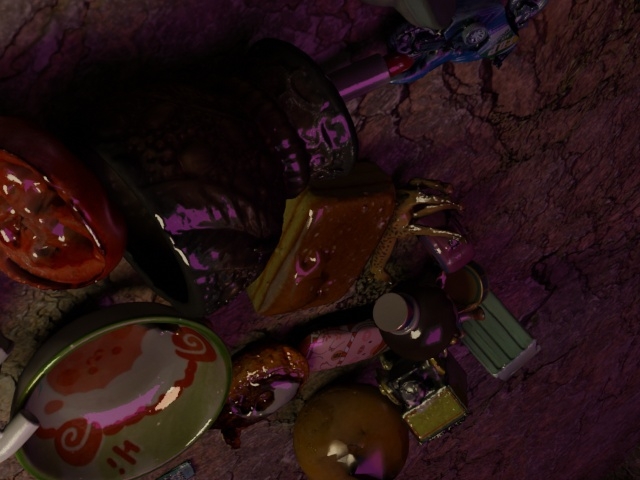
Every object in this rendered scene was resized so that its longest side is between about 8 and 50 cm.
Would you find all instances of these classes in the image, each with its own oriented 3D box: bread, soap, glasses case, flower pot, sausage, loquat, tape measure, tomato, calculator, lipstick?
[{"bbox_3d":[0.000,0.000,1.397,0.184,0.110,0.234,-9,136,-39],"label":"bread"},{"bbox_3d":[0.332,0.173,1.846,0.114,0.198,0.063,-40,150,3],"label":"soap"},{"bbox_3d":[0.057,0.181,1.709,0.266,0.067,0.103,-9,140,-37],"label":"glasses case"},{"bbox_3d":[-0.114,-0.087,1.066,0.267,0.266,0.266,-36,149,-22],"label":"flower pot"},{"bbox_3d":[-0.205,0.139,1.438,0.083,0.034,0.034,-2,132,-41],"label":"sausage"},{"bbox_3d":[0.059,0.391,1.822,0.235,0.235,0.235,-25,145,-19],"label":"loquat"},{"bbox_3d":[0.212,-0.007,1.589,0.074,0.118,0.125,-36,151,0],"label":"tape measure"},{"bbox_3d":[-0.130,0.269,1.621,0.139,0.095,0.269,28,125,-30],"label":"bread"},{"bbox_3d":[-0.298,-0.047,0.993,0.101,0.228,0.228,-53,159,-36],"label":"tomato"},{"bbox_3d":[-0.316,0.474,1.755,0.172,0.018,0.057,-28,144,-13],"label":"calculator"},{"bbox_3d":[0.036,-0.206,1.208,0.186,0.057,0.063,-24,147,-5],"label":"lipstick"}]

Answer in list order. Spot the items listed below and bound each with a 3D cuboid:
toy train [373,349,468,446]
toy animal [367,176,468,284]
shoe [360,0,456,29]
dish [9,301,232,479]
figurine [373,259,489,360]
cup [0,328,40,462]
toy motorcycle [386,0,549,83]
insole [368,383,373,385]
[{"bbox_3d":[0.203,0.270,1.801,0.134,0.177,0.261,-37,-175,15],"label":"toy train"},{"bbox_3d":[0.137,-0.016,1.527,0.275,0.149,0.054,-36,-161,45],"label":"toy animal"},{"bbox_3d":[0.071,-0.335,1.088,0.100,0.103,0.251,-7,149,36],"label":"shoe"},{"bbox_3d":[-0.299,0.202,1.344,0.324,0.124,0.324,-19,133,-22],"label":"dish"},{"bbox_3d":[0.191,0.124,1.646,0.158,0.161,0.275,-53,166,32],"label":"figurine"},{"bbox_3d":[-0.464,0.161,1.105,0.173,0.167,0.299,-48,121,0],"label":"cup"},{"bbox_3d":[0.196,-0.280,1.271,0.254,0.092,0.135,-19,152,-13],"label":"toy motorcycle"},{"bbox_3d":[0.058,0.379,2.003,0.063,0.010,0.192,-1,131,-44],"label":"insole"}]
